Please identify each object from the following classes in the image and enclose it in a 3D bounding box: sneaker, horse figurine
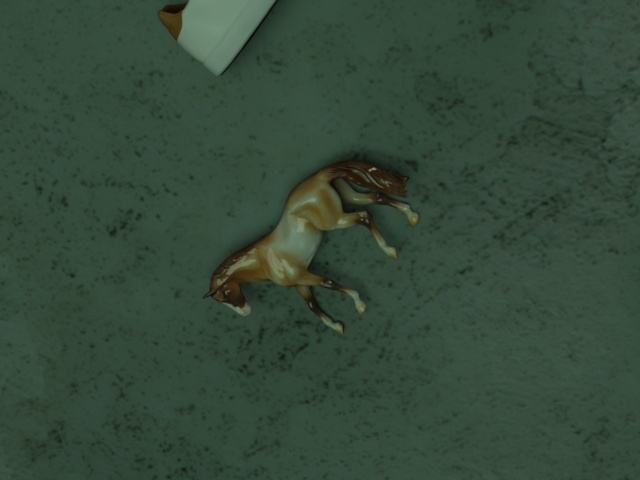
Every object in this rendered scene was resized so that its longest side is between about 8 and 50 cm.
[{"bbox_3d":[-0.075,-0.318,1.317,0.123,0.106,0.290,38,113,-6],"label":"sneaker"},{"bbox_3d":[0.000,0.000,1.436,0.175,0.066,0.263,30,114,-7],"label":"horse figurine"}]
